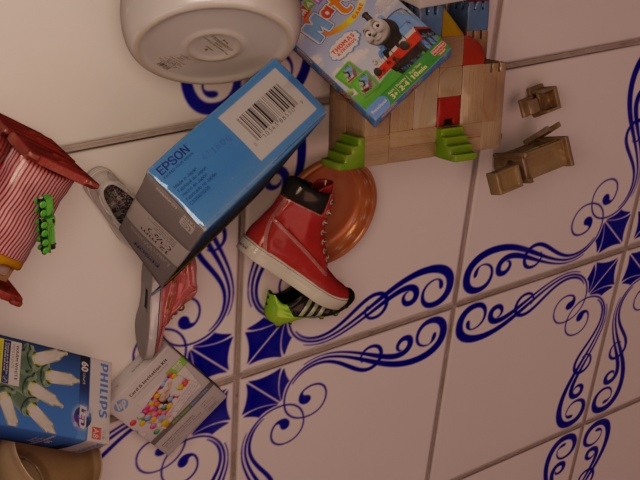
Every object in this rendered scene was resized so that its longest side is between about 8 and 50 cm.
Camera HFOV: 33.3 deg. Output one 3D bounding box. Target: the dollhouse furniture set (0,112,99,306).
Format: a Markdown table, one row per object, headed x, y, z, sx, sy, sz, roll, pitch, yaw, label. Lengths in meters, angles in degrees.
| x | y | z | sx | sy | sz | roll | pitch | yaw | label |
| --- | --- | --- | --- | --- | --- | --- | --- | --- | --- |
| -0.492 | -0.081 | 1.305 | 0.374 | 0.152 | 0.201 | 26 | 99 | -46 | dollhouse furniture set |

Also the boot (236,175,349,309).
| x | y | z | sx | sy | sz | roll | pitch | yaw | label |
| --- | --- | --- | --- | --- | --- | --- | --- | --- | --- |
| 0.000 | 0.000 | 1.745 | 0.244 | 0.088 | 0.176 | 37 | 90 | -41 | boot |

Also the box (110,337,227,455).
| x | y | z | sx | sy | sz | roll | pitch | yaw | label |
| --- | --- | --- | --- | --- | --- | --- | --- | --- | --- |
| -0.261 | 0.261 | 1.788 | 0.145 | 0.038 | 0.186 | -45 | 134 | -6 | box |

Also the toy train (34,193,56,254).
| x | y | z | sx | sy | sz | roll | pitch | yaw | label |
| --- | --- | --- | --- | --- | --- | --- | --- | --- | --- |
| -0.345 | -0.020 | 1.344 | 0.024 | 0.017 | 0.083 | -26 | 132 | -40 | toy train |

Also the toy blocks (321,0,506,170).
| x | y | z | sx | sy | sz | roll | pitch | yaw | label |
| --- | --- | --- | --- | --- | --- | --- | --- | --- | --- |
| 0.158 | -0.269 | 1.711 | 0.381 | 0.191 | 0.261 | -11 | 111 | -33 | toy blocks |

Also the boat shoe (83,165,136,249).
| x | y | z | sx | sy | sz | roll | pitch | yaw | label |
| --- | --- | --- | --- | --- | --- | --- | --- | --- | --- |
| -0.277 | -0.035 | 1.571 | 0.066 | 0.063 | 0.184 | -38 | 133 | -13 | boat shoe |

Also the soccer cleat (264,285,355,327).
| x | y | z | sx | sy | sz | roll | pitch | yaw | label |
| --- | --- | --- | --- | --- | --- | --- | --- | --- | --- |
| -0.015 | 0.100 | 1.865 | 0.179 | 0.060 | 0.072 | -12 | 122 | -29 | soccer cleat |

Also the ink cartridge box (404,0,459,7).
| x | y | z | sx | sy | sz | roll | pitch | yaw | label |
| --- | --- | --- | --- | --- | --- | --- | --- | --- | --- |
| 0.157 | -0.397 | 1.601 | 0.104 | 0.180 | 0.060 | -17 | 125 | -29 | ink cartridge box |

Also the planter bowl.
| x | y | z | sx | sy | sz | roll | pitch | yaw | label |
| --- | --- | --- | --- | --- | --- | --- | --- | --- | --- |
| -0.432 | 0.346 | 1.641 | 0.109 | 0.162 | 0.162 | -39 | 141 | 26 | planter bowl |

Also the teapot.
| x | y | z | sx | sy | sz | roll | pitch | yaw | label |
| --- | --- | --- | --- | --- | --- | --- | --- | --- | --- |
| -0.143 | -0.333 | 1.409 | 0.253 | 0.187 | 0.256 | -1 | 160 | -15 | teapot |

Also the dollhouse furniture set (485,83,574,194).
| x | y | z | sx | sy | sz | roll | pitch | yaw | label |
| --- | --- | --- | --- | --- | --- | --- | --- | --- | --- |
| 0.352 | -0.188 | 1.972 | 0.182 | 0.101 | 0.161 | -21 | 103 | -26 | dollhouse furniture set |

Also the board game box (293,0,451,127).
| x | y | z | sx | sy | sz | roll | pitch | yaw | label |
| --- | --- | --- | --- | --- | --- | --- | --- | --- | --- |
| 0.062 | -0.296 | 1.583 | 0.160 | 0.211 | 0.039 | -44 | 169 | -7 | board game box |

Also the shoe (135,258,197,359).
| x | y | z | sx | sy | sz | roll | pitch | yaw | label |
| --- | --- | --- | --- | --- | --- | --- | --- | --- | --- |
| -0.241 | 0.105 | 1.687 | 0.081 | 0.063 | 0.178 | -4 | 115 | -30 | shoe |

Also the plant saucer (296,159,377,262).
| x | y | z | sx | sy | sz | roll | pitch | yaw | label |
| --- | --- | --- | --- | --- | --- | --- | --- | --- | --- |
| 0.005 | -0.052 | 1.800 | 0.200 | 0.037 | 0.200 | -19 | 126 | -28 | plant saucer |

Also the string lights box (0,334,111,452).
| x | y | z | sx | sy | sz | roll | pitch | yaw | label |
| --- | --- | --- | --- | --- | --- | --- | --- | --- | --- |
| -0.431 | 0.221 | 1.557 | 0.077 | 0.133 | 0.260 | -23 | 149 | 36 | string lights box |

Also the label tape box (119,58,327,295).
| x | y | z | sx | sy | sz | roll | pitch | yaw | label |
| --- | --- | --- | --- | --- | --- | --- | --- | --- | --- |
| -0.157 | -0.077 | 1.507 | 0.115 | 0.348 | 0.249 | 45 | 64 | -3 | label tape box |
